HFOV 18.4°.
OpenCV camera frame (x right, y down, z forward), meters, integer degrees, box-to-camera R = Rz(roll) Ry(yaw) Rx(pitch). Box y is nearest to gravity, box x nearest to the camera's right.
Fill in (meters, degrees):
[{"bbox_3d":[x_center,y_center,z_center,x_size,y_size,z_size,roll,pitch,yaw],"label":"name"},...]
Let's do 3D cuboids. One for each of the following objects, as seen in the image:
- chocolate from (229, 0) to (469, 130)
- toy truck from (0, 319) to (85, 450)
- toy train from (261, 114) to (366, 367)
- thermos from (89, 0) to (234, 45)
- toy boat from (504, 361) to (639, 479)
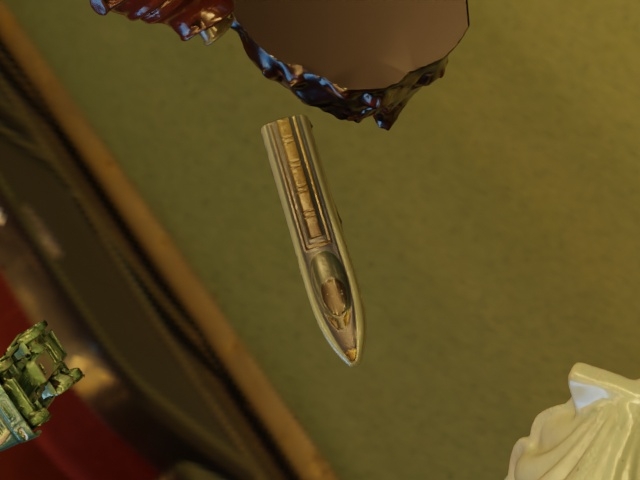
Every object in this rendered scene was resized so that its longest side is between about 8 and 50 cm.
[{"bbox_3d":[0.022,-0.188,1.774,0.206,0.177,0.224,-2,65,-1],"label":"chocolate"},{"bbox_3d":[-0.255,0.121,1.615,0.081,0.175,0.067,-30,100,13],"label":"toy truck"},{"bbox_3d":[0.000,0.000,1.908,0.055,0.048,0.251,-16,71,-3],"label":"toy train"},{"bbox_3d":[-0.137,-0.204,1.157,0.099,0.232,0.124,-52,21,-27],"label":"thermos"},{"bbox_3d":[0.211,0.218,1.435,0.199,0.290,0.100,17,44,21],"label":"toy boat"}]
